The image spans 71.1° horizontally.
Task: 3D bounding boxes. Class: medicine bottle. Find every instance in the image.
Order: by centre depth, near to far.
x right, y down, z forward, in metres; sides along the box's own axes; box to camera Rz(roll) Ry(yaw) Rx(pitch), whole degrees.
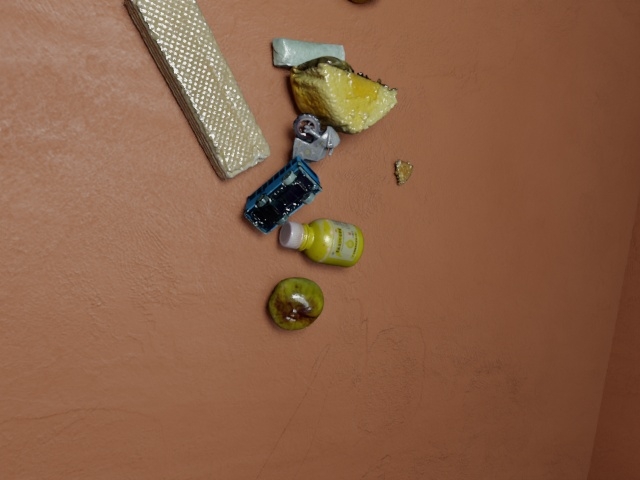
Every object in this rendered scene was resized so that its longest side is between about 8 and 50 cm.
[{"bbox_3d":[0.000,0.000,1.185,0.213,0.122,0.121,11,91,-32],"label":"medicine bottle"}]

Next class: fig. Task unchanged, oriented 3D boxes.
[{"bbox_3d":[-0.062,0.163,1.170,0.153,0.121,0.135,-15,109,-29],"label":"fig"}]

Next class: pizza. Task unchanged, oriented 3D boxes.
[{"bbox_3d":[0.247,-0.218,1.362,0.083,0.025,0.078,-49,123,-24],"label":"pizza"}]

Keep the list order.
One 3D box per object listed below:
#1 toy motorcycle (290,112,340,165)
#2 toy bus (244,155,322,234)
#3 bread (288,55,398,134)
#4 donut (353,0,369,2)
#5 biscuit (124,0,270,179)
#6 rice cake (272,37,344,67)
[{"bbox_3d":[-0.022,-0.212,1.131,0.123,0.080,0.215,12,122,-3],"label":"toy motorcycle"},{"bbox_3d":[-0.093,-0.110,1.091,0.185,0.106,0.090,-37,120,16],"label":"toy bus"},{"bbox_3d":[0.041,-0.356,1.126,0.262,0.204,0.162,8,102,-37],"label":"bread"},{"bbox_3d":[0.104,-0.722,1.181,0.174,0.075,0.190,-30,107,-23],"label":"donut"},{"bbox_3d":[-0.260,-0.352,1.006,0.144,0.078,0.425,-35,114,-24],"label":"biscuit"},{"bbox_3d":[-0.025,-0.469,1.141,0.207,0.063,0.069,-5,101,-30],"label":"rice cake"}]
